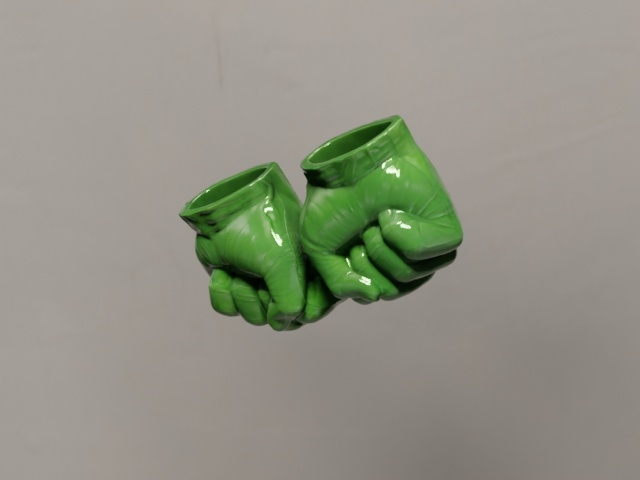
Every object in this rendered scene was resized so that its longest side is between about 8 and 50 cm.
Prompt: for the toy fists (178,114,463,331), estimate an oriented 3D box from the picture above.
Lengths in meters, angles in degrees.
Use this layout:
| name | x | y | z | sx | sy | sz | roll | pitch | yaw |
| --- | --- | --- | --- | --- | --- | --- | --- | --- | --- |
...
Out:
| name | x | y | z | sx | sy | sz | roll | pitch | yaw |
| --- | --- | --- | --- | --- | --- | --- | --- | --- | --- |
| toy fists | 0.000 | 0.000 | 1.648 | 0.279 | 0.096 | 0.142 | -19 | 108 | 41 |
